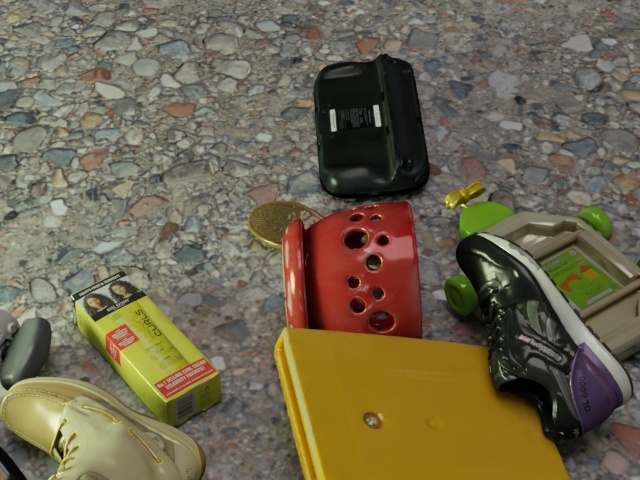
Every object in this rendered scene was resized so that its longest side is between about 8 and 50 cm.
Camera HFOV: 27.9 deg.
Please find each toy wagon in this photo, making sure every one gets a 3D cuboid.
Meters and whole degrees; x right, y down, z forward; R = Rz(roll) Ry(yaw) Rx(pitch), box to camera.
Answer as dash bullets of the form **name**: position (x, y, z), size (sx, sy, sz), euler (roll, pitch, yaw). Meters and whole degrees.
- **toy wagon**: position (0.299, 0.041, 1.758), size (0.267, 0.068, 0.344), euler (-25, 48, -25)

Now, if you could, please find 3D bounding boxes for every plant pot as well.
- **plant pot**: position (0.040, 0.048, 1.659), size (0.174, 0.191, 0.191), euler (-3, 43, 0)

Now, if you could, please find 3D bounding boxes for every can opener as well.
- **can opener**: position (-0.420, 0.194, 1.564), size (0.095, 0.076, 0.283), euler (-10, 37, 29)

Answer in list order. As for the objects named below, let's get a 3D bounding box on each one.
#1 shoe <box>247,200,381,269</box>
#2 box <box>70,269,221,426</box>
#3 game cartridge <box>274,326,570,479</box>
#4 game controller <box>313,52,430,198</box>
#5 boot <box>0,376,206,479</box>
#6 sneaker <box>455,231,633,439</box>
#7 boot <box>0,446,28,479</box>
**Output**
- **shoe**: position (0.000, 0.000, 1.813), size (0.219, 0.058, 0.077), euler (14, 65, 19)
- **box**: position (-0.226, 0.137, 1.654), size (0.087, 0.058, 0.232), euler (-26, 50, -27)
- **game cartridge**: position (0.124, 0.229, 1.507), size (0.323, 0.053, 0.285), euler (8, 40, -22)
- **game controller**: position (0.075, -0.181, 2.007), size (0.166, 0.067, 0.319), euler (-12, 42, 8)
- **boot**: position (-0.285, 0.254, 1.458), size (0.262, 0.095, 0.203), euler (22, 23, 12)
- **sneaker**: position (0.242, 0.114, 1.564), size (0.124, 0.107, 0.283), euler (-33, 69, -20)
- **boot**: position (-0.357, 0.339, 1.448), size (0.106, 0.082, 0.219), euler (-38, 61, -4)
